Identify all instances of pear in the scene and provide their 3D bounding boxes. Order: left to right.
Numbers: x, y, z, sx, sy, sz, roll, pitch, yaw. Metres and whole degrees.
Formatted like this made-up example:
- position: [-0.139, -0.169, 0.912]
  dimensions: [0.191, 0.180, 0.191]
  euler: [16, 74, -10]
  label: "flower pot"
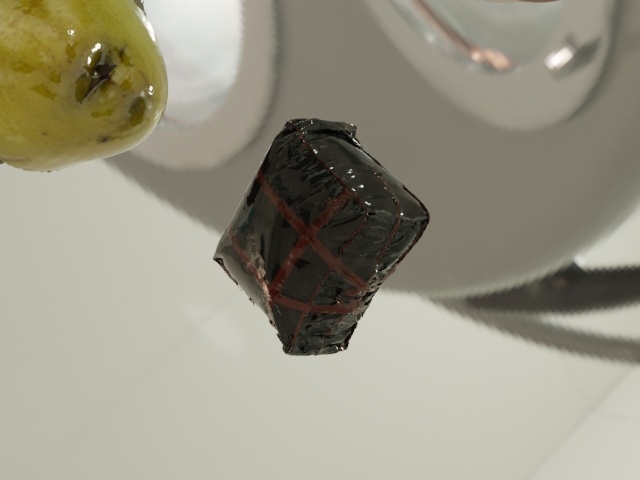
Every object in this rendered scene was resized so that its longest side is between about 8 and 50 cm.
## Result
- position: [-0.250, -0.167, 1.923]
  dimensions: [0.178, 0.267, 0.267]
  euler: [30, -28, 45]
  label: "pear"

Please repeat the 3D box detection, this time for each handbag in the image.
- position: [0.000, 0.000, 1.849]
  dimensions: [0.169, 0.155, 0.215]
  euler: [56, -50, 35]
  label: "handbag"

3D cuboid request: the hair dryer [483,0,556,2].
- position: [0.202, -0.282, 1.173]
  dimensions: [0.125, 0.352, 0.210]
  euler: [57, -6, -14]
  label: "hair dryer"
